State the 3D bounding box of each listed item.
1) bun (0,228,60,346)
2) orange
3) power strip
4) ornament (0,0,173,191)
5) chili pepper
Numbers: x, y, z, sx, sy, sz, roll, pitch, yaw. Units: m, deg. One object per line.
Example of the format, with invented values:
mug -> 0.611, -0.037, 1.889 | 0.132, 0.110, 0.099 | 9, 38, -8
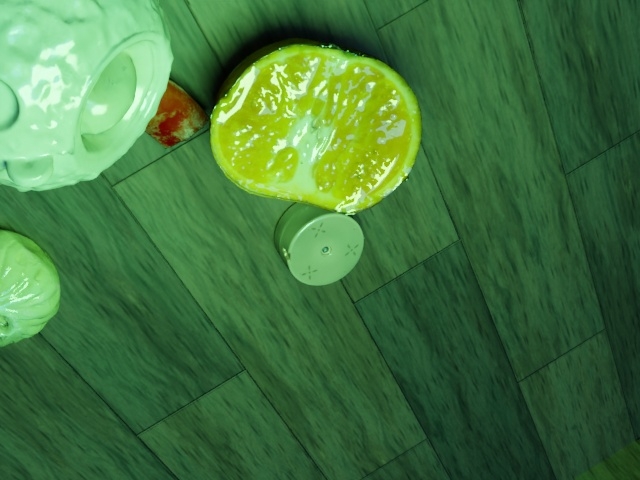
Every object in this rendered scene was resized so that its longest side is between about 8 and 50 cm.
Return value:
bun -> -0.506, 0.089, 1.322 | 0.193, 0.128, 0.178 | -33, 130, 2
orange -> -0.001, -0.175, 1.301 | 0.310, 0.274, 0.274 | 16, 119, 6
power strip -> 0.000, 0.000, 1.522 | 0.154, 0.078, 0.154 | -12, 123, -19
ornament -> -0.363, -0.235, 1.047 | 0.337, 0.337, 0.337 | -12, 126, -17
chili pepper -> -0.252, -0.212, 1.266 | 0.192, 0.084, 0.086 | 44, 65, -41
